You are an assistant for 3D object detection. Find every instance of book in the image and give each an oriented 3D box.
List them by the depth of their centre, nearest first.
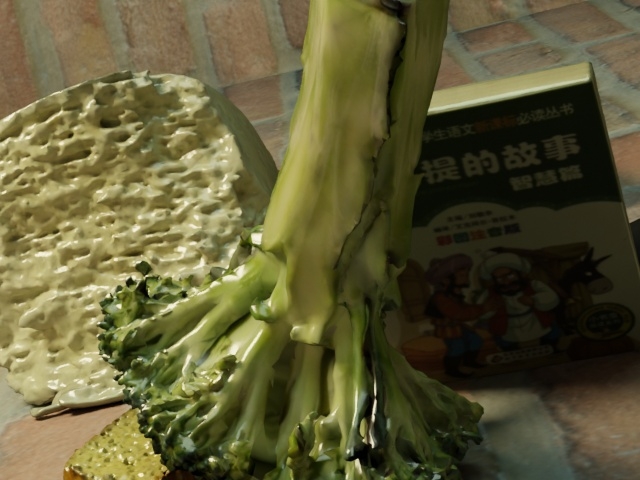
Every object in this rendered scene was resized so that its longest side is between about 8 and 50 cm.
[{"bbox_3d":[0.118,-0.001,1.293,0.202,0.264,0.027,-10,42,13],"label":"book"}]

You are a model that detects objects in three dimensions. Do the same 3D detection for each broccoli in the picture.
[{"bbox_3d":[-0.008,-0.007,1.161,0.221,0.361,0.252,-4,8,-30],"label":"broccoli"}]

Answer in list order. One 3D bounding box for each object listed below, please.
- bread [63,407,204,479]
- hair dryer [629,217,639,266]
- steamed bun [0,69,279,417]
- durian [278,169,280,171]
[{"bbox_3d":[-0.109,0.159,1.253,0.103,0.065,0.187,0,19,28],"label":"bread"},{"bbox_3d":[0.189,0.017,1.512,0.128,0.070,0.255,-23,18,-39],"label":"hair dryer"},{"bbox_3d":[-0.162,-0.022,1.622,0.290,0.272,0.273,-7,13,12],"label":"steamed bun"},{"bbox_3d":[-0.130,0.001,1.882,0.305,0.185,0.196,-17,-13,25],"label":"durian"}]
